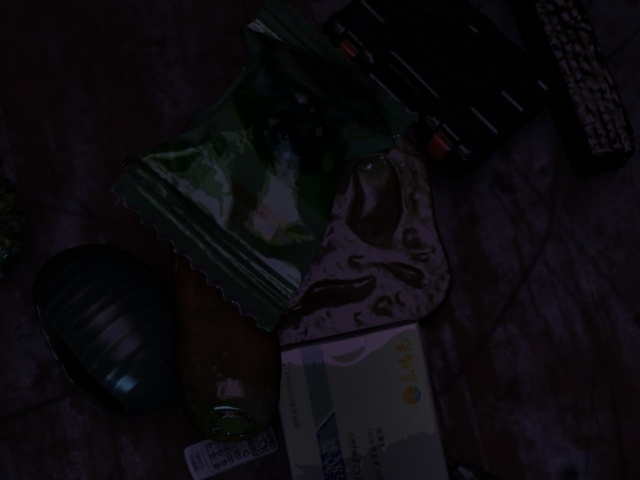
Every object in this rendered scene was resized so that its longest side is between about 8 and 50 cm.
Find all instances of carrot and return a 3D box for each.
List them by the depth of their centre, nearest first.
[{"bbox_3d":[-0.118,0.099,1.732,0.138,0.139,0.302,-5,61,-3],"label":"carrot"}]

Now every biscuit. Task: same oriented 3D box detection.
[{"bbox_3d":[0.336,-0.275,1.971,0.073,0.107,0.388,-18,77,-6],"label":"biscuit"}]

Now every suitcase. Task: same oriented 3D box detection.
[{"bbox_3d":[0.161,-0.243,1.927,0.206,0.066,0.285,-40,80,-25],"label":"suitcase"}]

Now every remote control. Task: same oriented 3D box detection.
[{"bbox_3d":[-0.119,0.276,1.868,0.124,0.018,0.053,-20,78,-6],"label":"remote control"}]

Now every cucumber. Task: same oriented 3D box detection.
[{"bbox_3d":[0.229,0.330,1.850,0.168,0.039,0.039,29,77,-5],"label":"cucumber"}]

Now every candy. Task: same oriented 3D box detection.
[{"bbox_3d":[-0.070,-0.101,1.741,0.263,0.172,0.398,34,47,0],"label":"candy"}]

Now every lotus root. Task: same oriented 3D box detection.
[{"bbox_3d":[0.000,0.000,1.899,0.374,0.111,0.391,26,77,2],"label":"lotus root"}]

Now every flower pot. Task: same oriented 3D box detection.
[{"bbox_3d":[-0.266,0.112,1.817,0.157,0.189,0.243,-31,73,-24],"label":"flower pot"}]

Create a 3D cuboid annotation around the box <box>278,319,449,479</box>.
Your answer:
[{"bbox_3d":[0.060,0.288,1.802,0.200,0.065,0.344,-11,92,-6],"label":"box"}]

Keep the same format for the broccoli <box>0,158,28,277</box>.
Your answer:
[{"bbox_3d":[-0.499,0.002,1.815,0.198,0.177,0.275,22,34,25],"label":"broccoli"}]
